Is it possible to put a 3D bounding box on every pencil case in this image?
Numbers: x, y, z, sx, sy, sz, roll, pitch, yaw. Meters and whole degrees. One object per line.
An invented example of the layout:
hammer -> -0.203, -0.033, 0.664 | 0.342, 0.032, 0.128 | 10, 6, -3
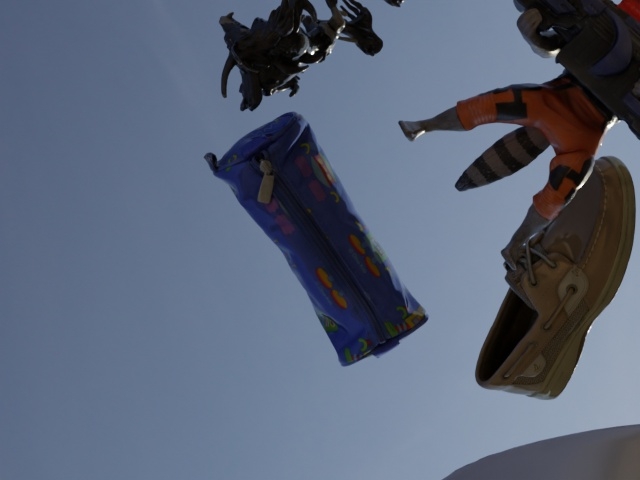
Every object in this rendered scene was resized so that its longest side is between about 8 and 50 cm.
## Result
pencil case -> 0.000, 0.000, 1.348 | 0.119, 0.133, 0.306 | -32, -82, 9

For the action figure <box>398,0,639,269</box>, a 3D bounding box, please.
action figure -> 0.247, -0.186, 1.280 | 0.330, 0.178, 0.341 | -38, -98, 10

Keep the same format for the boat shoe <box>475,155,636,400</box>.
boat shoe -> 0.287, 0.052, 1.468 | 0.110, 0.121, 0.341 | 7, -65, -18

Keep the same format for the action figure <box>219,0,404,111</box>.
action figure -> -0.036, -0.243, 1.323 | 0.276, 0.141, 0.164 | -29, -30, -43

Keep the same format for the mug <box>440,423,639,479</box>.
mug -> 0.152, 0.310, 0.617 | 0.276, 0.374, 0.328 | 28, -131, -36
